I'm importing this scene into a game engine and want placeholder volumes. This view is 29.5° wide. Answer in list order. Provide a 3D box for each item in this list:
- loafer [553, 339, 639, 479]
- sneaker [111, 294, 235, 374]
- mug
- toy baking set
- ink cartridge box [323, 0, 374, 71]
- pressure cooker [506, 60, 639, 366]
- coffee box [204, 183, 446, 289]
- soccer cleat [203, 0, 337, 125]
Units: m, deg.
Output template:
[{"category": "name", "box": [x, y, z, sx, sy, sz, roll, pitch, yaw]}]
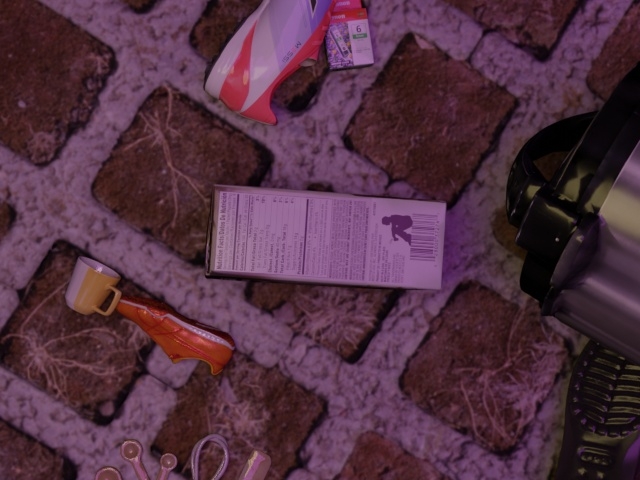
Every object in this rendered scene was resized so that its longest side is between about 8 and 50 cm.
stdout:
[{"category": "loafer", "box": [0.394, 0.269, 1.649, 0.133, 0.130, 0.366, 17, 76, 28]}, {"category": "sneaker", "box": [-0.201, 0.124, 1.611, 0.175, 0.064, 0.067, 28, 96, -1]}, {"category": "mug", "box": [-0.303, 0.065, 1.598, 0.062, 0.078, 0.064, 27, 94, -26]}, {"category": "toy baking set", "box": [-0.190, 0.359, 1.619, 0.256, 0.030, 0.197, -3, 88, -6]}, {"category": "ink cartridge box", "box": [0.033, -0.292, 1.662, 0.062, 0.029, 0.115, -8, 89, -5]}, {"category": "pressure cooker", "box": [0.437, -0.020, 1.501, 0.420, 0.370, 0.375, 31, 82, 19]}, {"category": "coffee box", "box": [0.000, 0.000, 1.581, 0.297, 0.168, 0.119, 4, 88, -5]}, {"category": "soccer cleat", "box": [-0.027, -0.302, 1.617, 0.116, 0.108, 0.318, 34, 90, 2]}]
